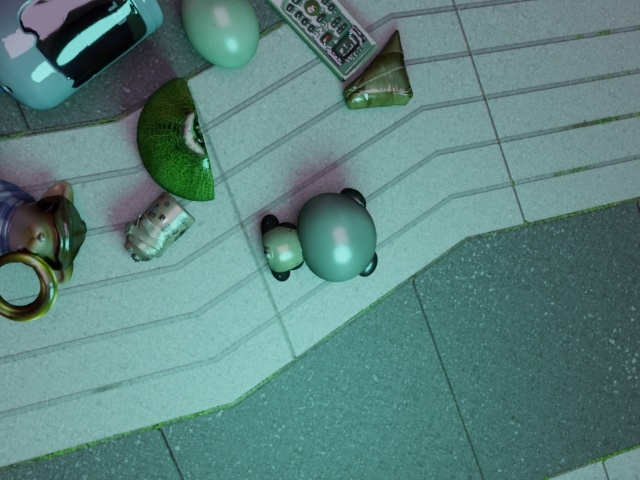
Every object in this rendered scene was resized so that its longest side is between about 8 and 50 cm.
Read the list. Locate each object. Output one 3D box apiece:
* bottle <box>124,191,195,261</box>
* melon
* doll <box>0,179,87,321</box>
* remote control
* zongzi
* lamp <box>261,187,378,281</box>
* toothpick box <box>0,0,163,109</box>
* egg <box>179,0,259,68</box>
[{"bbox_3d":[-0.341,-0.020,1.464,0.152,0.099,0.099,-45,104,-6],"label":"bottle"},{"bbox_3d":[-0.299,-0.196,1.426,0.129,0.169,0.265,-16,96,-14],"label":"melon"},{"bbox_3d":[-0.615,-0.024,1.317,0.339,0.209,0.318,11,83,-15],"label":"doll"},{"bbox_3d":[-0.004,-0.491,1.566,0.123,0.038,0.285,-46,105,-9],"label":"remote control"},{"bbox_3d":[0.119,-0.384,1.596,0.160,0.078,0.176,-9,86,-16],"label":"zongzi"},{"bbox_3d":[0.000,0.000,1.535,0.243,0.198,0.198,-12,97,7],"label":"lamp"},{"bbox_3d":[-0.504,-0.402,1.323,0.354,0.263,0.263,-42,104,-7],"label":"toothpick box"},{"bbox_3d":[-0.204,-0.444,1.449,0.149,0.149,0.192,-37,106,-12],"label":"egg"}]
